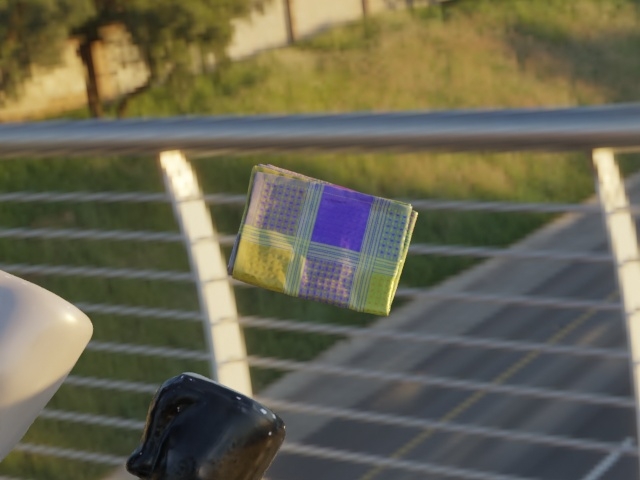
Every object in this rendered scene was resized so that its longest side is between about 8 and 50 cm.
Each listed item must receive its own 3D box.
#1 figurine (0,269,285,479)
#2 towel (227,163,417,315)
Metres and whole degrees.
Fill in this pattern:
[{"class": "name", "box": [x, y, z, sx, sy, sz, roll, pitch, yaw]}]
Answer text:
[{"class": "figurine", "box": [-0.157, 0.153, 0.817, 0.215, 0.209, 0.092, 30, -17, -13]}, {"class": "towel", "box": [0.000, 0.000, 0.681, 0.083, 0.060, 0.009, 16, -13, 2]}]
